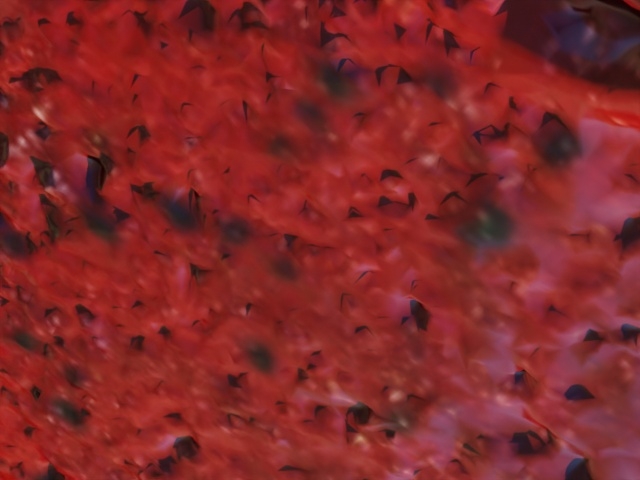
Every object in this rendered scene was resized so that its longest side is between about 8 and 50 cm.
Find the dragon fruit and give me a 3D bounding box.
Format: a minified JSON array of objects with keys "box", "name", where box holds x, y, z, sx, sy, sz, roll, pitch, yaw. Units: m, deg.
[{"box":[0.000,0.000,0.455,0.282,0.100,0.343,36,138,-7],"name":"dragon fruit"}]
